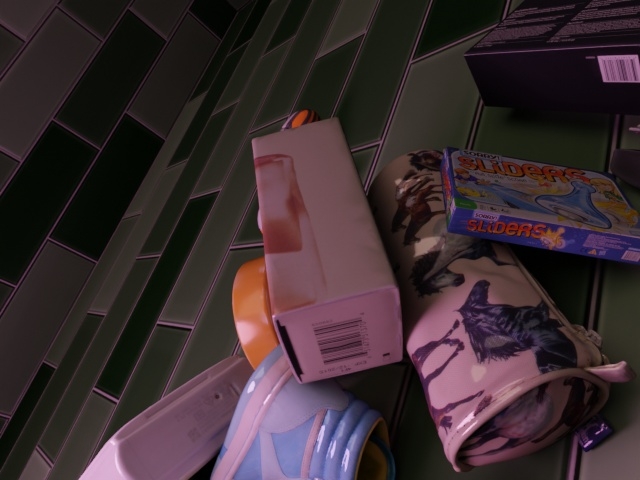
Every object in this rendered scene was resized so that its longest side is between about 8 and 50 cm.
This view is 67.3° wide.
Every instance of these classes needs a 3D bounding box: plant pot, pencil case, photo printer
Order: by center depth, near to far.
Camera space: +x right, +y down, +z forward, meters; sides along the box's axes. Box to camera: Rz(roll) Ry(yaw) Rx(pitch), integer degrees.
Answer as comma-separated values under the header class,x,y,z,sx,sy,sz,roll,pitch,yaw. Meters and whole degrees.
class,x,y,z,sx,sy,sz,roll,pitch,yaw
pencil case,0.171,0.045,0.579,0.183,0.160,0.411,-31,39,15
plant pot,0.002,0.100,0.727,0.187,0.205,0.205,-20,44,19
photo printer,-0.240,0.328,0.743,0.256,0.107,0.307,-26,-18,-53

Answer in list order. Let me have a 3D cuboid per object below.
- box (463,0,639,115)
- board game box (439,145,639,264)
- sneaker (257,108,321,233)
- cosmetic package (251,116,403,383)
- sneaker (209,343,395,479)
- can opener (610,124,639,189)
class,x,y,z,sx,sy,sz,roll,pitch,yaw
box,0.359,-0.265,0.639,0.184,0.103,0.261,-44,32,-9
board game box,0.240,-0.044,0.538,0.136,0.201,0.035,-78,-3,-52
sneaker,-0.013,-0.147,1.033,0.180,0.124,0.322,-4,69,45
cosmetic package,0.000,0.000,0.595,0.129,0.153,0.296,-13,45,1
sneaker,-0.023,0.304,0.629,0.127,0.208,0.319,-38,-27,-51
can opener,0.432,-0.072,0.458,0.280,0.074,0.093,34,123,58
